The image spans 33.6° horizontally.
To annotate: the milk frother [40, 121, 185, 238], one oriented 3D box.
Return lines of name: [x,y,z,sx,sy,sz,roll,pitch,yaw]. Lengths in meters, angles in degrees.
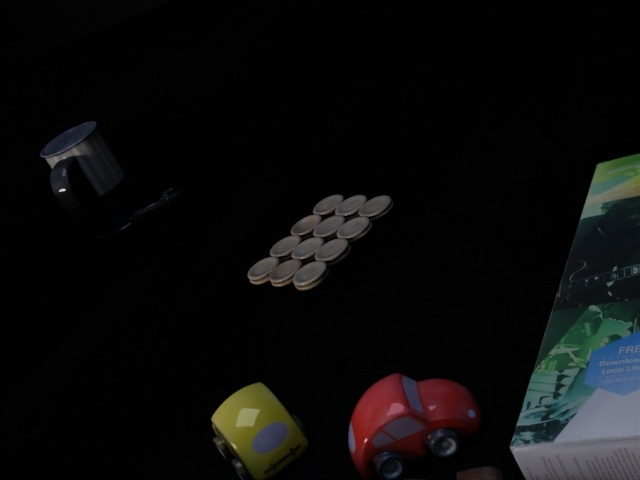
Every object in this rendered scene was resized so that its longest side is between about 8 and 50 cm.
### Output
milk frother: [-0.267,-0.083,1.373,0.143,0.134,0.129,-27,26,3]

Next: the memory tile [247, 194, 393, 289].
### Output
memory tile: [0.000,0.000,1.085,0.113,0.012,0.148,3,40,49]

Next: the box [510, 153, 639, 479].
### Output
box: [0.272,0.030,0.694,0.232,0.058,0.322,-11,29,32]

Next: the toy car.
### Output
toy car: [-0.026,0.172,0.738,0.239,0.053,0.225,-9,31,36]

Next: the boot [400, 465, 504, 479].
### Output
boot: [0.068,0.192,0.629,0.106,0.037,0.114,-24,30,15]
